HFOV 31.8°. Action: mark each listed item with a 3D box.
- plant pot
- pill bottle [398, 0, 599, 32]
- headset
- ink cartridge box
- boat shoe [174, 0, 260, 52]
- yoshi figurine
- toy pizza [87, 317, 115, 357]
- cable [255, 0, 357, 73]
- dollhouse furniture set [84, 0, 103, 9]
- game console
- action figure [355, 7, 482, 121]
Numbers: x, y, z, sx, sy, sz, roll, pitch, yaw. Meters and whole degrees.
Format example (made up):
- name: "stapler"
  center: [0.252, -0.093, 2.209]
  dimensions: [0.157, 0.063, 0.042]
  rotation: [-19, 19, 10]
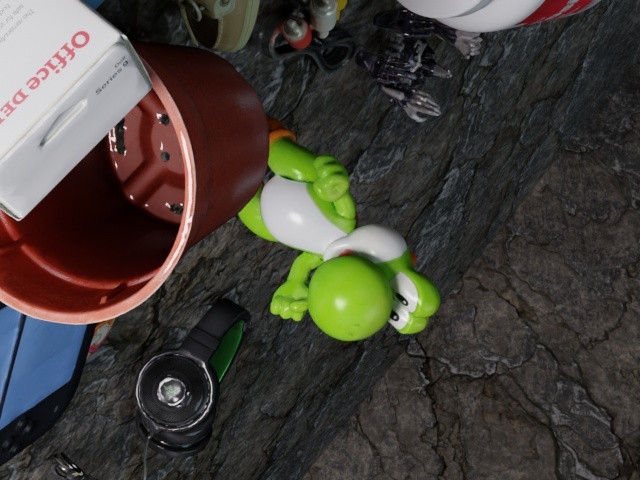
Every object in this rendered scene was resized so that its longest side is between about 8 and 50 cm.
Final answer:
- name: "plant pot"
  center: [-0.189, -0.085, 1.097]
  dimensions: [0.272, 0.272, 0.265]
  rotation: [-57, 171, 21]
- name: "pill bottle"
  center: [0.251, -0.402, 1.520]
  dimensions: [0.408, 0.229, 0.229]
  rotation: [-23, 148, -53]
- name: "headset"
  center: [-0.258, 0.255, 1.829]
  dimensions: [0.394, 0.185, 0.243]
  rotation: [-58, 171, -29]
- name: "ink cartridge box"
  center: [-0.260, -0.143, 0.862]
  dimensions: [0.154, 0.212, 0.093]
  rotation: [-48, 162, -8]
- name: "boat shoe"
  center: [-0.124, -0.291, 1.091]
  dimensions: [0.089, 0.105, 0.285]
  rotation: [-36, 147, -25]
- name: "yoshi figurine"
  center: [-0.011, 0.000, 1.479]
  dimensions: [0.203, 0.362, 0.203]
  rotation: [-45, 162, -13]
- name: "toy pizza"
  center: [-0.341, 0.139, 1.505]
  dimensions: [0.201, 0.032, 0.201]
  rotation: [-43, 160, -20]
- name: "cable"
  center: [-0.003, -0.255, 1.462]
  dimensions: [0.139, 0.072, 0.287]
  rotation: [-50, 162, -5]
- name: "dollhouse furniture set"
  center: [-0.183, -0.267, 0.934]
  dimensions: [0.129, 0.129, 0.183]
  rotation: [-49, 161, -6]
- name: "game console"
  center: [-0.348, 0.119, 1.249]
  dimensions: [0.342, 0.060, 0.386]
  rotation: [-46, 159, -61]
- name: "action figure"
  center: [0.149, -0.263, 1.683]
  dimensions: [0.164, 0.141, 0.276]
  rotation: [-65, 164, 9]
